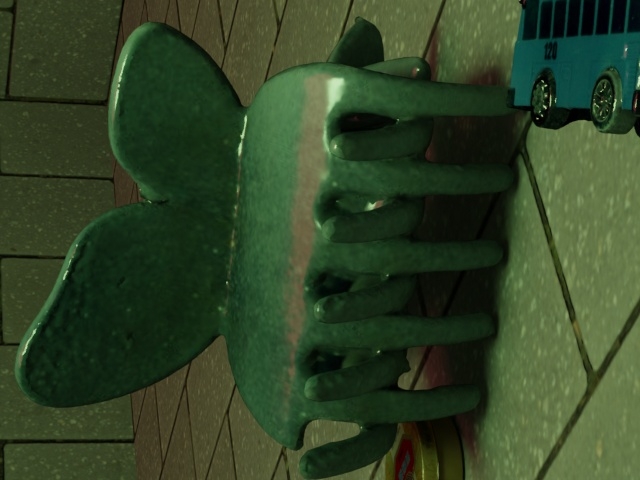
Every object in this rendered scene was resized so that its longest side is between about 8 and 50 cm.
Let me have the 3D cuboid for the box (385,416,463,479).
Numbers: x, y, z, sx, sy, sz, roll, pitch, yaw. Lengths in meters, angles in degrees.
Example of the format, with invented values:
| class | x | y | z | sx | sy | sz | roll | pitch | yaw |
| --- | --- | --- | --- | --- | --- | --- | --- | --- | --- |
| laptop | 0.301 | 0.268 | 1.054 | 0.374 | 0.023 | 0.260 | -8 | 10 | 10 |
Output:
| class | x | y | z | sx | sy | sz | roll | pitch | yaw |
| --- | --- | --- | --- | --- | --- | --- | --- | --- | --- |
| box | 0.086 | 0.193 | 1.352 | 0.105 | 0.037 | 0.106 | -179 | 90 | -75 |

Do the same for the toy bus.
| class | x | y | z | sx | sy | sz | roll | pitch | yaw |
| --- | --- | --- | --- | --- | --- | --- | --- | --- | --- |
| toy bus | 0.181 | -0.111 | 0.933 | 0.184 | 0.090 | 0.106 | -161 | 74 | -73 |

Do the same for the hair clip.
| class | x | y | z | sx | sy | sz | roll | pitch | yaw |
| --- | --- | --- | --- | --- | --- | --- | --- | --- | --- |
| hair clip | 0.000 | 0.000 | 1.270 | 0.238 | 0.392 | 0.318 | 25 | 112 | 47 |
